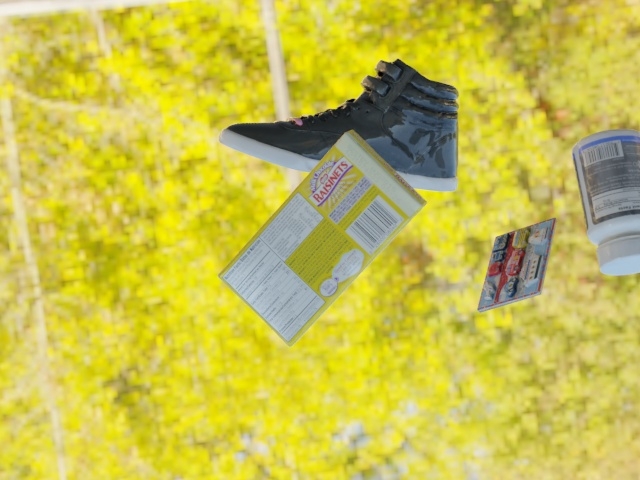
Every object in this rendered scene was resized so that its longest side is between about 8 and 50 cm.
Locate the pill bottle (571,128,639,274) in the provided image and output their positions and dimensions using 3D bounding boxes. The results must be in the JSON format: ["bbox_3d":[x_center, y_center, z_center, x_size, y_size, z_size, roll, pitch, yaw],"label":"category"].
[{"bbox_3d":[0.307,-0.039,1.442,0.078,0.137,0.078,-7,162,-2],"label":"pill bottle"}]

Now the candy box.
[{"bbox_3d":[0.000,0.000,1.383,0.206,0.105,0.027,-47,173,21],"label":"candy box"}]

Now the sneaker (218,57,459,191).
[{"bbox_3d":[0.031,-0.148,1.643,0.296,0.147,0.104,7,-170,-16],"label":"sneaker"}]

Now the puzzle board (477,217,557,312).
[{"bbox_3d":[0.249,0.029,1.784,0.096,0.011,0.128,-21,-143,39],"label":"puzzle board"}]
